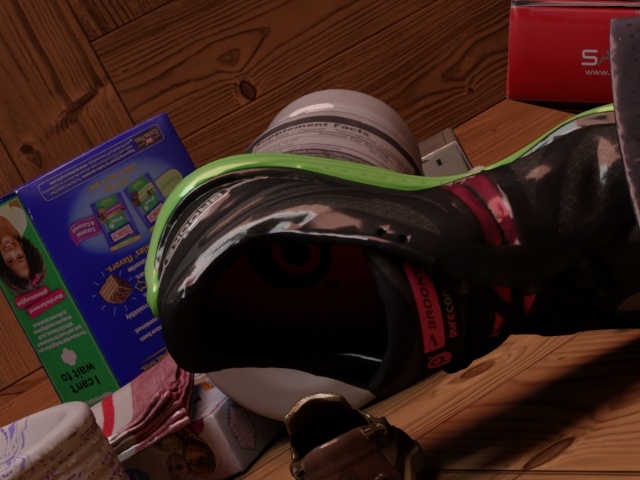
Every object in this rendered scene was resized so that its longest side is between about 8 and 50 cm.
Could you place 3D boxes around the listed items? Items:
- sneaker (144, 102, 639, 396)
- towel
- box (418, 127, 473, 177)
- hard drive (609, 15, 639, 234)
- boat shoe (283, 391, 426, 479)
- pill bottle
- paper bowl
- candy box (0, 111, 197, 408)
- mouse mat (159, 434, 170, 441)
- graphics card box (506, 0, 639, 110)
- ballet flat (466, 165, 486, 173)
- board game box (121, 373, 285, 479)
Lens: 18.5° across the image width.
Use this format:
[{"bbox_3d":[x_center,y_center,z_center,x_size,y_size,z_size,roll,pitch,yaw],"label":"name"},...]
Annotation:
[{"bbox_3d":[0.110,0.029,1.371,0.482,0.185,0.202,-8,31,13],"label":"sneaker"},{"bbox_3d":[-0.262,0.206,1.797,0.329,0.037,0.237,-30,8,1],"label":"towel"},{"bbox_3d":[0.128,-0.044,2.416,0.148,0.127,0.232,-28,5,6],"label":"box"},{"bbox_3d":[0.278,-0.051,1.261,0.172,0.054,0.255,-5,47,2],"label":"hard drive"},{"bbox_3d":[0.019,0.145,1.365,0.095,0.095,0.257,-29,5,-4],"label":"boat shoe"},{"bbox_3d":[0.000,0.000,1.868,0.204,0.204,0.361,-26,19,19],"label":"pill bottle"},{"bbox_3d":[-0.274,0.255,1.538,0.284,0.148,0.284,-28,5,3],"label":"paper bowl"},{"bbox_3d":[-0.223,0.048,2.309,0.122,0.317,0.268,-25,5,44],"label":"candy box"},{"bbox_3d":[-0.191,0.187,1.815,0.152,0.007,0.190,-30,8,1],"label":"mouse mat"},{"bbox_3d":[0.320,-0.153,1.746,0.232,0.094,0.371,3,3,19],"label":"graphics card box"},{"bbox_3d":[0.211,-0.037,2.009,0.348,0.123,0.123,-26,6,24],"label":"ballet flat"},{"bbox_3d":[-0.160,0.196,1.936,0.318,0.066,0.318,-26,7,25],"label":"board game box"}]
